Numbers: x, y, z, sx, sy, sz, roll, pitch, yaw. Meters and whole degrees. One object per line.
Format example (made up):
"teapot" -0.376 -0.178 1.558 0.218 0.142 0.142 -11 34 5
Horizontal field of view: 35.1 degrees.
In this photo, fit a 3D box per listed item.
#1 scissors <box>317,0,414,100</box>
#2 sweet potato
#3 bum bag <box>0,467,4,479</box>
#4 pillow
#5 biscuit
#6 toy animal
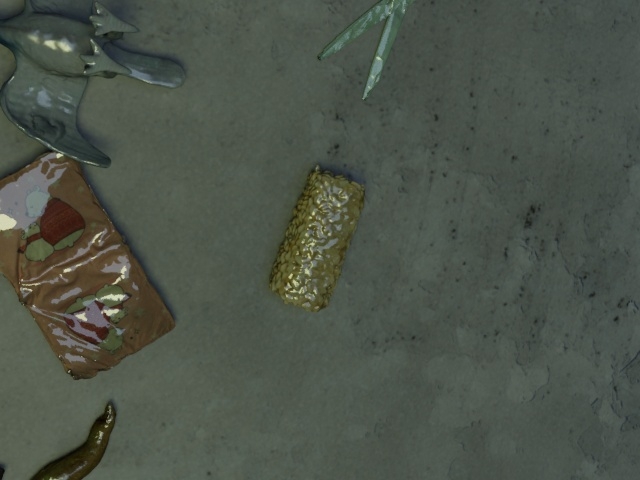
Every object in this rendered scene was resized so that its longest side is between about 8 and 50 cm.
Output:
"scissors" 0.097 -0.292 1.225 0.144 0.017 0.248 37 84 -22
"sweet potato" -0.278 0.251 1.136 0.153 0.038 0.041 -46 134 -13
"bum bag" -0.382 0.303 1.100 0.058 0.034 0.124 12 93 -32
"pillow" -0.271 0.030 1.102 0.135 0.049 0.248 -35 112 -15
"biscuit" 0.000 0.000 1.199 0.082 0.070 0.168 20 91 -15
"toy animal" -0.265 -0.207 1.048 0.255 0.176 0.239 19 81 -49
